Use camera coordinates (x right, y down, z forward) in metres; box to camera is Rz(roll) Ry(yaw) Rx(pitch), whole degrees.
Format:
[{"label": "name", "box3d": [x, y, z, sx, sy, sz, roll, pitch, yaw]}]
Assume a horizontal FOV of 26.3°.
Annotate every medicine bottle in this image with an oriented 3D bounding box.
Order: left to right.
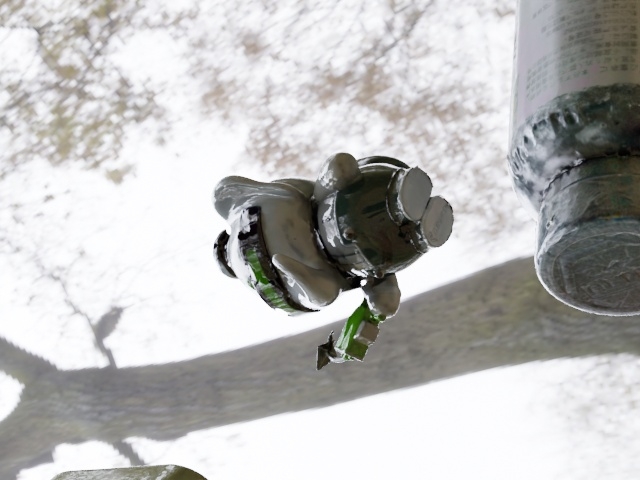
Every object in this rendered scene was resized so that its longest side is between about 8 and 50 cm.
[{"label": "medicine bottle", "box3d": [0.193, -0.097, 0.888, 0.141, 0.141, 0.293, 31, -132, -26]}]

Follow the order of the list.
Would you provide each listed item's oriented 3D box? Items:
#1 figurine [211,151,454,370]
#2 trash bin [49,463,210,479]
[{"label": "figurine", "box3d": [0.000, 0.000, 0.971, 0.147, 0.192, 0.126, 45, -130, -32]}, {"label": "trash bin", "box3d": [-0.227, 0.302, 1.181, 0.247, 0.243, 0.121, -41, -65, -52]}]
